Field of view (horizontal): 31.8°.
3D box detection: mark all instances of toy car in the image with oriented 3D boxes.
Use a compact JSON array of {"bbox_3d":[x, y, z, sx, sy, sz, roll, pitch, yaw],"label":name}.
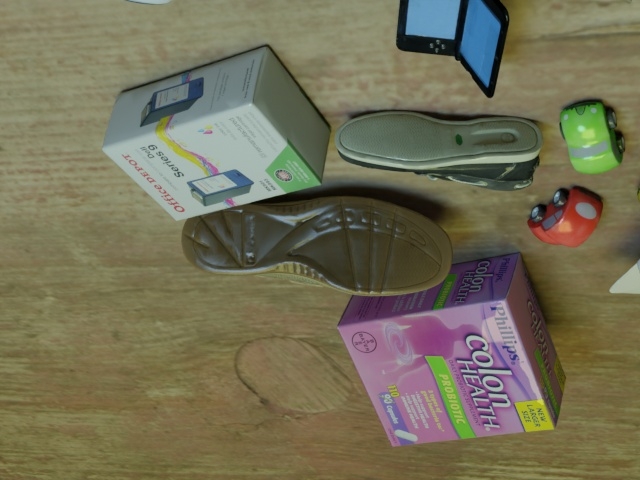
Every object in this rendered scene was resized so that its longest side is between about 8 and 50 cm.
[{"bbox_3d":[0.330,-0.070,1.299,0.239,0.053,0.225,-11,140,26],"label":"toy car"}]

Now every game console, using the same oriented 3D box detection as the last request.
[{"bbox_3d":[0.130,-0.211,1.131,0.107,0.071,0.122,7,144,3],"label":"game console"}]

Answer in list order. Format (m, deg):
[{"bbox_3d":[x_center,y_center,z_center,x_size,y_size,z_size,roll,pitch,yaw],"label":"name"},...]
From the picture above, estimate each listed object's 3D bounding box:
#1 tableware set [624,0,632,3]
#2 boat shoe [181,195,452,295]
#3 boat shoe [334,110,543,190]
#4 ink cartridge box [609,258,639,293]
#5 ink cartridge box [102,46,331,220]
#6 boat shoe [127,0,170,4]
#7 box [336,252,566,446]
[{"bbox_3d":[0.333,-0.277,1.039,0.141,0.020,0.168,13,146,-2],"label":"tableware set"},{"bbox_3d":[0.000,0.000,1.439,0.341,0.121,0.110,7,-178,8],"label":"boat shoe"},{"bbox_3d":[0.132,-0.095,1.283,0.233,0.084,0.079,3,144,3],"label":"boat shoe"},{"bbox_3d":[0.517,0.026,1.292,0.207,0.119,0.353,3,149,-22],"label":"ink cartridge box"},{"bbox_3d":[-0.119,-0.117,1.300,0.212,0.093,0.154,-11,141,28],"label":"ink cartridge box"},{"bbox_3d":[-0.244,-0.289,1.114,0.226,0.083,0.076,26,154,-5],"label":"boat shoe"},{"bbox_3d":[0.181,0.153,1.528,0.243,0.117,0.213,-12,116,26],"label":"box"}]
